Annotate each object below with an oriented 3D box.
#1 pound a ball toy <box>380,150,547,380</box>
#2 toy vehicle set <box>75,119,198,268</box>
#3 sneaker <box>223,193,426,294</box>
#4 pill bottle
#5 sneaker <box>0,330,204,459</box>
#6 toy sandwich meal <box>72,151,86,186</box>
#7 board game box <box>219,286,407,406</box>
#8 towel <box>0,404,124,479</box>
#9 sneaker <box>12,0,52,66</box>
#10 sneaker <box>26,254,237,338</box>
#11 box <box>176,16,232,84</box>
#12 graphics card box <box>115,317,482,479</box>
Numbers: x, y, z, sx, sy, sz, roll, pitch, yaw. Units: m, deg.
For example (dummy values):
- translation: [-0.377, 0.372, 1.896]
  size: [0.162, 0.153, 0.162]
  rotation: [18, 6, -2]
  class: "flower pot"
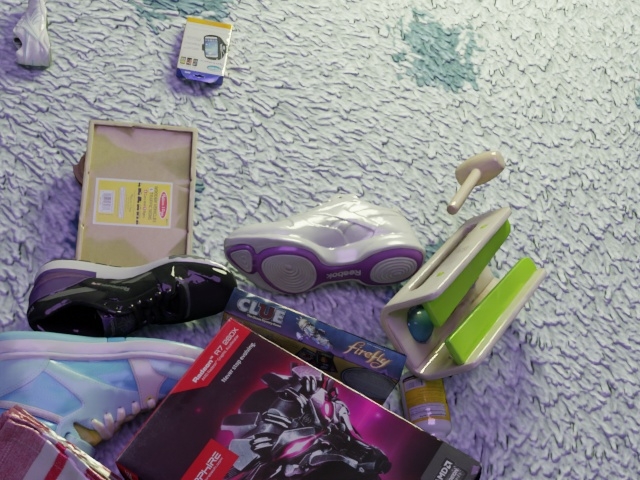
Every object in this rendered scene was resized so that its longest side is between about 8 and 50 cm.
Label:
- translation: [0.196, 0.030, 1.404]
  size: [0.319, 0.136, 0.208]
  rotation: [-42, 105, -46]
  class: "pound a ball toy"
- translation: [-0.273, -0.051, 1.431]
  size: [0.166, 0.035, 0.266]
  rotation: [5, 68, -10]
  class: "toy vehicle set"
- translation: [0.000, 0.000, 1.458]
  size: [0.305, 0.114, 0.152]
  rotation: [1, 45, -16]
  class: "sneaker"
- translation: [0.149, 0.245, 1.349]
  size: [0.065, 0.065, 0.116]
  rotation: [0, 60, -12]
  class: "pill bottle"
- translation: [-0.278, 0.234, 1.237]
  size: [0.319, 0.127, 0.208]
  rotation: [4, 65, -11]
  class: "sneaker"
- translation: [-0.338, -0.107, 1.483]
  size: [0.086, 0.029, 0.085]
  rotation: [7, 58, -12]
  class: "toy sandwich meal"
- translation: [-0.021, 0.161, 1.305]
  size: [0.243, 0.165, 0.042]
  rotation: [22, 57, 1]
  class: "board game box"
- translation: [-0.291, 0.377, 1.112]
  size: [0.329, 0.037, 0.237]
  rotation: [32, 98, 7]
  class: "towel"
- translation: [-0.481, -0.353, 1.587]
  size: [0.061, 0.053, 0.152]
  rotation: [-6, 61, -12]
  class: "sneaker"
- translation: [-0.254, 0.096, 1.310]
  size: [0.284, 0.107, 0.124]
  rotation: [-3, 30, -5]
  class: "sneaker"
- translation: [-0.200, -0.320, 1.643]
  size: [0.081, 0.028, 0.136]
  rotation: [10, 60, -6]
  class: "box"
- translation: [-0.026, 0.276, 1.126]
  size: [0.371, 0.094, 0.232]
  rotation: [29, 62, 20]
  class: "graphics card box"
